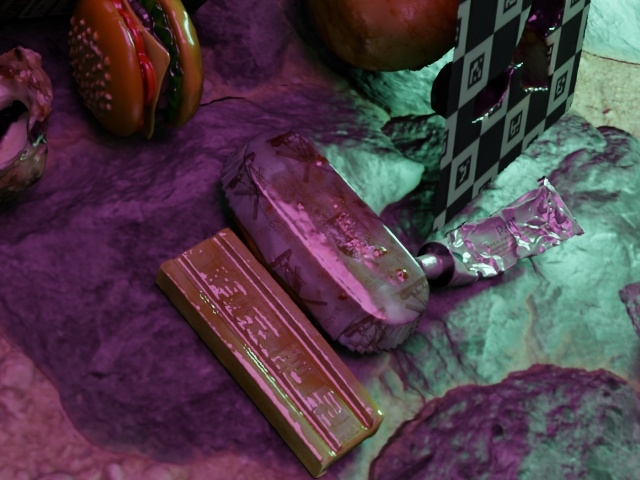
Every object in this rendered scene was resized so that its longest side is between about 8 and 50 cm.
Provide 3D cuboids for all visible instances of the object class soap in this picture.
[{"bbox_3d":[-0.048,0.105,1.084,0.092,0.037,0.252,-33,77,-35],"label":"soap"}]

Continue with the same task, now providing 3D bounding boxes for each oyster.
[{"bbox_3d":[-0.358,-0.072,1.041,0.294,0.094,0.166,-31,57,-26],"label":"oyster"}]

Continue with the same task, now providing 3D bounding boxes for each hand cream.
[{"bbox_3d":[0.191,0.001,1.255,0.257,0.050,0.084,-23,74,-37],"label":"hand cream"}]

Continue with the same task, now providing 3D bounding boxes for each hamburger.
[{"bbox_3d":[-0.187,-0.182,1.136,0.115,0.162,0.162,-20,69,-27],"label":"hamburger"}]

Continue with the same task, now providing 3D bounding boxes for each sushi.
[{"bbox_3d":[0.205,-0.235,1.252,0.064,0.343,0.359,23,42,26],"label":"sushi"}]

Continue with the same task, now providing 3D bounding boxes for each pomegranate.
[{"bbox_3d":[0.092,-0.306,1.302,0.248,0.248,0.248,12,55,-17],"label":"pomegranate"}]

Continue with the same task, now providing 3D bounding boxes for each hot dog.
[{"bbox_3d":[0.000,0.000,1.152,0.144,0.075,0.268,-29,77,-31],"label":"hot dog"}]

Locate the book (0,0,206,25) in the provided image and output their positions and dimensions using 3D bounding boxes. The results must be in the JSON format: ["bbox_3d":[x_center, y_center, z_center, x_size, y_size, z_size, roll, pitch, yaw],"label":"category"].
[{"bbox_3d":[-0.209,-0.273,1.158,0.264,0.202,0.027,-12,87,-30],"label":"book"}]
